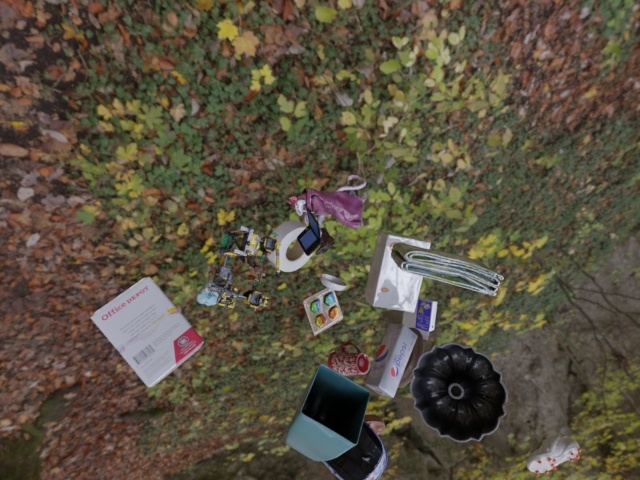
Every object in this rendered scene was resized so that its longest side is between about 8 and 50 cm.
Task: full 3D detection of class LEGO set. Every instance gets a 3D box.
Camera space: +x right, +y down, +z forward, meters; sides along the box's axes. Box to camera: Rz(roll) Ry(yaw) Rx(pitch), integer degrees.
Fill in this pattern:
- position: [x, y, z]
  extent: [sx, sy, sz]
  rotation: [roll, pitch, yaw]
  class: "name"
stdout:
- position: [-0.253, 0.094, 1.456]
  extent: [0.192, 0.255, 0.331]
  rotation: [-4, -119, 57]
  class: "LEGO set"

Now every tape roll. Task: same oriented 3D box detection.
- position: [-0.163, 0.032, 2.274]
  extent: [0.286, 0.100, 0.286]
  rotation: [-26, 133, -32]
  class: "tape roll"

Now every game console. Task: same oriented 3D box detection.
- position: [-0.042, -0.029, 1.323]
  extent: [0.107, 0.122, 0.071]
  rotation: [-44, 126, 8]
  class: "game console"

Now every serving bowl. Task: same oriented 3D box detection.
- position: [0.036, 0.130, 1.218]
  extent: [0.083, 0.083, 0.027]
  rotation: [0, 113, -64]
  class: "serving bowl"

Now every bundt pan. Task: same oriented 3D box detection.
- position: [0.497, 0.529, 1.449]
  extent: [0.331, 0.331, 0.124]
  rotation: [-41, 153, 18]
  class: "bundt pan"

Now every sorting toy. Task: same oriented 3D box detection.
- position: [0.020, 0.355, 2.065]
  extent: [0.193, 0.208, 0.038]
  rotation: [-24, -164, -30]
  class: "sorting toy"

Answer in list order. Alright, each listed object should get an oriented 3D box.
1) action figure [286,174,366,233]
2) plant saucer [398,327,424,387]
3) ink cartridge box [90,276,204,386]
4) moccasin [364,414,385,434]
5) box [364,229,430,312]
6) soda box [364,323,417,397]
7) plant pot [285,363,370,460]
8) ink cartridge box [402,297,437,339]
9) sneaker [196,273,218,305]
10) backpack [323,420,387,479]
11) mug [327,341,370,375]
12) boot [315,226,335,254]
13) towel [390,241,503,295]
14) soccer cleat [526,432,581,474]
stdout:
- position: [0.032, -0.164, 1.756]
  extent: [0.370, 0.248, 0.276]
  rotation: [9, 108, -33]
  class: "action figure"
- position: [0.364, 0.519, 1.832]
  extent: [0.278, 0.041, 0.278]
  rotation: [-56, -164, 25]
  class: "plant saucer"
- position: [-0.589, 0.316, 1.404]
  extent: [0.226, 0.306, 0.131]
  rotation: [-39, 175, -26]
  class: "ink cartridge box"
- position: [0.153, 0.998, 2.076]
  extent: [0.380, 0.139, 0.147]
  rotation: [-7, -169, -11]
  class: "moccasin"
- position: [0.363, 0.144, 1.950]
  extent: [0.168, 0.215, 0.345]
  rotation: [-134, -124, -78]
  class: "box"
- position: [0.295, 0.492, 1.683]
  extent: [0.091, 0.098, 0.286]
  rotation: [-15, -140, 55]
  class: "soda box"
- position: [0.001, 0.506, 1.146]
  extent: [0.234, 0.165, 0.166]
  rotation: [-61, 179, 38]
  class: "plant pot"
- position: [0.533, 0.415, 2.203]
  extent: [0.045, 0.208, 0.206]
  rotation: [11, 177, -32]
  class: "ink cartridge box"
- position: [-0.548, 0.273, 2.041]
  extent: [0.150, 0.135, 0.366]
  rotation: [-35, 174, -16]
  class: "sneaker"
- position: [0.136, 0.870, 1.666]
  extent: [0.276, 0.263, 0.213]
  rotation: [-43, 130, -14]
  class: "backpack"
- position: [0.127, 0.534, 1.818]
  extent: [0.113, 0.150, 0.169]
  rotation: [8, 162, -42]
  class: "mug"
- position: [0.000, 0.000, 1.767]
  extent: [0.106, 0.114, 0.037]
  rotation: [-35, 139, -3]
  class: "boot"
- position: [0.419, 0.082, 1.409]
  extent: [0.374, 0.320, 0.090]
  rotation: [-35, 141, -84]
  class: "towel"
- position: [0.668, 0.622, 1.187]
  extent: [0.196, 0.076, 0.068]
  rotation: [-6, 110, -20]
  class: "soccer cleat"
